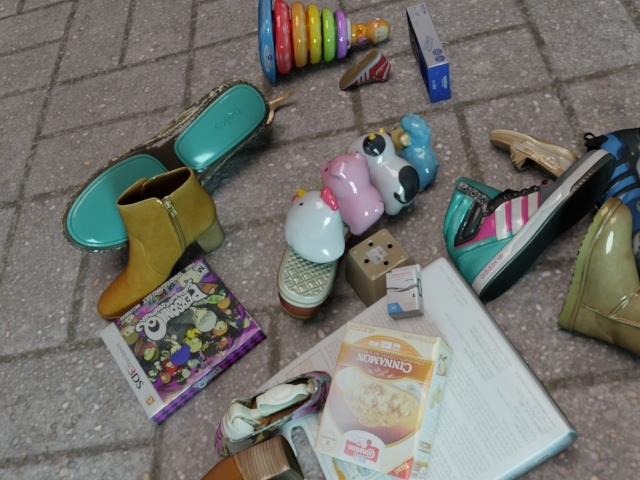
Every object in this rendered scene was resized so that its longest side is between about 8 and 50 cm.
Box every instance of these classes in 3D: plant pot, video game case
[{"bbox_3d":[0.104,0.046,0.992,0.109,0.096,0.109,-31,54,-7],"label":"plant pot"},{"bbox_3d":[-0.245,0.166,1.043,0.232,0.042,0.210,-38,57,-11],"label":"video game case"}]

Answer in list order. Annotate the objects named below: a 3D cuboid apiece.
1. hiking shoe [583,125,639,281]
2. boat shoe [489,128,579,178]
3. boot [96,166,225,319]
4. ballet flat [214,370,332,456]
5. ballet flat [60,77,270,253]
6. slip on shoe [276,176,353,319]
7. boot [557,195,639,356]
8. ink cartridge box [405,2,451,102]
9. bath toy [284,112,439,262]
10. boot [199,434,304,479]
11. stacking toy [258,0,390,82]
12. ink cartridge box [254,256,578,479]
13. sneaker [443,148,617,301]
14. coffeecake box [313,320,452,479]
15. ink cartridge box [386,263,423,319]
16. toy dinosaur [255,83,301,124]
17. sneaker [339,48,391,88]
[{"bbox_3d":[0.488,-0.059,0.964,0.132,0.113,0.304,-3,50,33],"label":"hiking shoe"},{"bbox_3d":[0.374,-0.155,1.074,0.170,0.063,0.059,30,96,40],"label":"boat shoe"},{"bbox_3d":[-0.322,0.001,1.071,0.295,0.211,0.104,-37,54,-10],"label":"boot"},{"bbox_3d":[-0.084,0.252,0.887,0.221,0.079,0.077,-30,54,13],"label":"ballet flat"},{"bbox_3d":[-0.306,-0.149,1.205,0.483,0.164,0.182,-43,18,-15],"label":"ballet flat"},{"bbox_3d":[0.000,0.000,1.051,0.123,0.101,0.331,18,49,2],"label":"slip on shoe"},{"bbox_3d":[0.483,0.081,0.796,0.269,0.236,0.089,24,43,31],"label":"boot"},{"bbox_3d":[0.228,-0.400,1.257,0.046,0.097,0.207,-14,55,6],"label":"ink cartridge box"},{"bbox_3d":[0.068,-0.098,1.002,0.151,0.129,0.348,37,49,18],"label":"bath toy"},{"bbox_3d":[-0.110,0.415,0.782,0.220,0.109,0.283,-30,44,1],"label":"boot"},{"bbox_3d":[0.011,-0.468,1.352,0.301,0.175,0.166,-3,56,-3],"label":"stacking toy"},{"bbox_3d":[0.118,0.254,0.880,0.385,0.091,0.308,-37,54,10],"label":"ink cartridge box"},{"bbox_3d":[0.312,-0.063,0.966,0.295,0.124,0.178,-47,55,10],"label":"sneaker"},{"bbox_3d":[0.087,0.218,0.816,0.142,0.068,0.185,6,71,31],"label":"coffeecake box"},{"bbox_3d":[0.126,0.072,0.893,0.048,0.028,0.083,-13,60,23],"label":"ink cartridge box"},{"bbox_3d":[-0.131,-0.300,1.331,0.183,0.053,0.093,-34,70,1],"label":"toy dinosaur"},{"bbox_3d":[0.101,-0.362,1.308,0.118,0.067,0.042,-33,50,31],"label":"sneaker"}]
